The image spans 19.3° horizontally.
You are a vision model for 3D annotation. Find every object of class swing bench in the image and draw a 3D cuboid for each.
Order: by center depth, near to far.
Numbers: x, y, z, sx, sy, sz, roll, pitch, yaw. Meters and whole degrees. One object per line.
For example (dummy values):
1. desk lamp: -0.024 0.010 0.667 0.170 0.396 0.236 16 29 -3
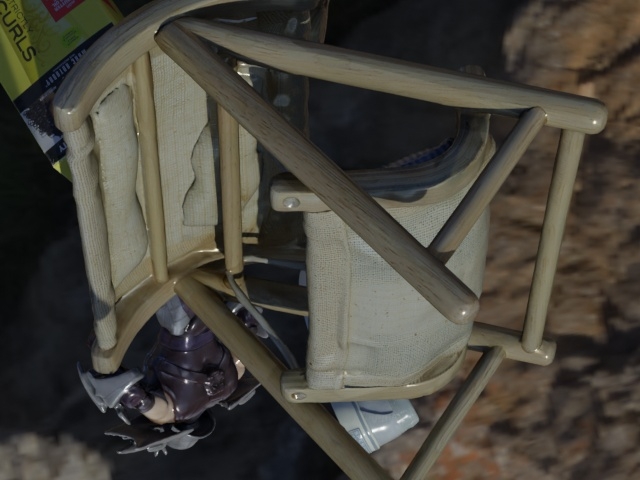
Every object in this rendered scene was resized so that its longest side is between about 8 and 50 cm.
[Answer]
1. swing bench: 0.000 0.000 1.062 0.255 0.165 0.253 27 149 17

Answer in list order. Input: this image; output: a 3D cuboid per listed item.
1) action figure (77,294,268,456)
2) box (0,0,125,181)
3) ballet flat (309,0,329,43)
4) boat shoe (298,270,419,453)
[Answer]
1. action figure: -0.102 0.049 1.455 0.099 0.185 0.285 21 122 20
2. box: -0.174 -0.138 1.211 0.087 0.058 0.232 -37 57 5
3. ballet flat: -0.017 -0.230 1.908 0.049 0.173 0.057 6 133 5
4. boat shoe: 0.039 0.098 1.705 0.081 0.079 0.227 -22 42 3
